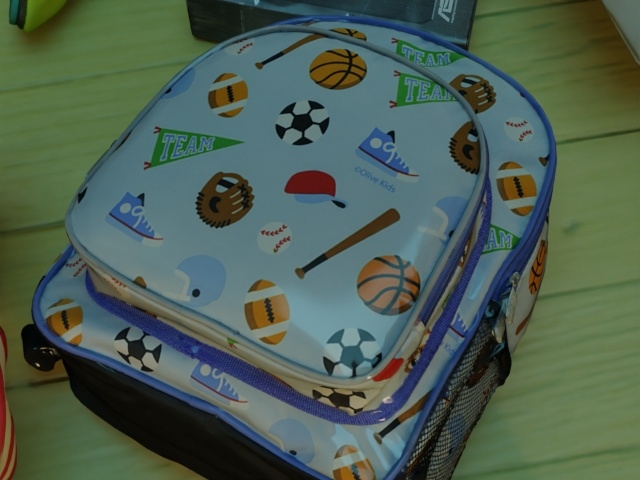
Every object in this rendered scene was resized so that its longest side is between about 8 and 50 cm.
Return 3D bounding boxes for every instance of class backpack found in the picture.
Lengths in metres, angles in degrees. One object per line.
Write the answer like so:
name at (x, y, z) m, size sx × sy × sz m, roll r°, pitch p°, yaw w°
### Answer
backpack at (0.000, 0.000, 0.780) m, size 0.276 × 0.213 × 0.263 m, roll 27°, pitch 60°, yaw 14°

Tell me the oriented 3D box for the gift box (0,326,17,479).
gift box at (-0.294, 0.041, 0.727) m, size 0.258 × 0.276 × 0.255 m, roll -6°, pitch 73°, yaw -3°

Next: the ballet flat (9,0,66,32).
ballet flat at (-0.161, -0.241, 0.943) m, size 0.077 × 0.077 × 0.231 m, roll 5°, pitch 65°, yaw -15°

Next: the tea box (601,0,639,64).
tea box at (0.263, -0.332, 0.809) m, size 0.220 × 0.323 × 0.329 m, roll -13°, pitch 65°, yaw -34°

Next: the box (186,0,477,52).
box at (0.026, -0.228, 0.941) m, size 0.183 × 0.056 × 0.231 m, roll 10°, pitch 68°, yaw 5°
